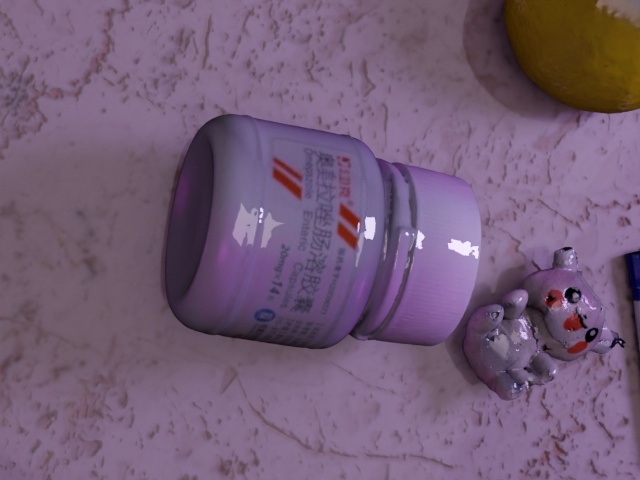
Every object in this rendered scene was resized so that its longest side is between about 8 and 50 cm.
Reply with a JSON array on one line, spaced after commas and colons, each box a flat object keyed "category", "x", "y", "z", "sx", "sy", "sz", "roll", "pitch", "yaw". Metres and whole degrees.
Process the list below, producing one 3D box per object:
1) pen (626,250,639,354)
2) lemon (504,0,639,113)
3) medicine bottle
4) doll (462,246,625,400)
[{"category": "pen", "x": 0.411, "y": 0.144, "z": 1.567, "sx": 0.033, "sy": 0.033, "sz": 0.269, "roll": -9, "pitch": 93, "yaw": -9}, {"category": "lemon", "x": 0.337, "y": -0.269, "z": 1.456, "sx": 0.240, "sy": 0.219, "sz": 0.240, "roll": 0, "pitch": 89, "yaw": -5}, {"category": "medicine bottle", "x": 0.000, "y": 0.000, "z": 1.393, "sx": 0.302, "sy": 0.241, "sz": 0.241, "roll": 10, "pitch": 89, "yaw": -19}, {"category": "doll", "x": 0.261, "y": 0.104, "z": 1.511, "sx": 0.192, "sy": 0.095, "sz": 0.149, "roll": -26, "pitch": 101, "yaw": -10}]
